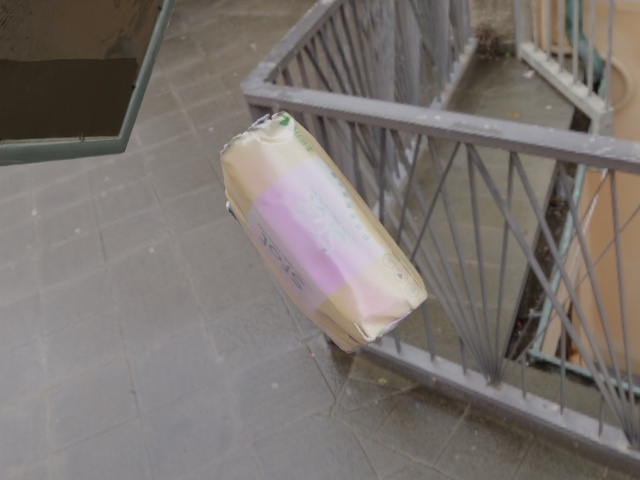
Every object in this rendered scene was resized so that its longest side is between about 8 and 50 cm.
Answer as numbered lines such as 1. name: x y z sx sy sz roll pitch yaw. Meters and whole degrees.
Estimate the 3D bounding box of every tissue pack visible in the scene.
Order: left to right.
1. tissue pack: 0.000 0.000 0.789 0.123 0.215 0.257 -38 82 -11

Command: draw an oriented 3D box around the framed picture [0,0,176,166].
1. framed picture: -0.157 -0.189 0.465 0.019 0.296 0.232 27 16 10
